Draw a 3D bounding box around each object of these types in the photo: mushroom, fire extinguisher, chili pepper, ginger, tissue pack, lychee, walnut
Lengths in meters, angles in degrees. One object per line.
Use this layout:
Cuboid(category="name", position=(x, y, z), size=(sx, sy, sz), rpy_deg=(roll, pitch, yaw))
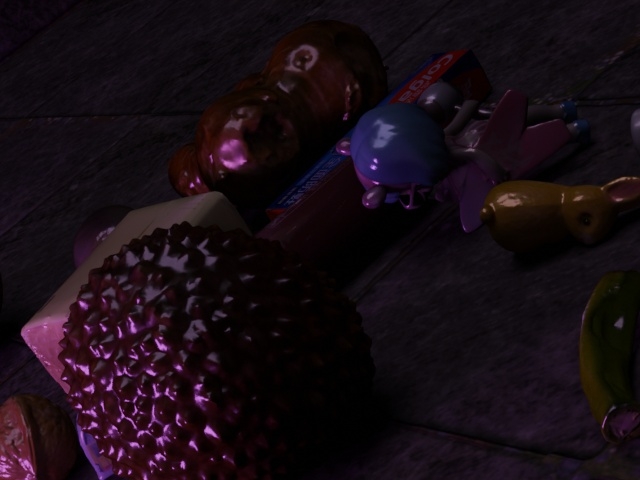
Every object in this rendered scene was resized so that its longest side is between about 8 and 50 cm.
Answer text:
Cuboid(category="mushroom", position=(-0.240, 0.014, 2.175), size=(0.141, 0.117, 0.188), rpy_deg=(-47, 28, -7))
Cuboid(category="fire extinguisher", position=(0.000, 0.000, 1.894), size=(0.269, 0.105, 0.104), rpy_deg=(-42, 24, -25))
Cuboid(category="chili pepper", position=(0.234, 0.093, 1.427), size=(0.051, 0.050, 0.202), rpy_deg=(11, 33, 1))
Cuboid(category="ginger", position=(-0.044, -0.153, 2.221), size=(0.357, 0.152, 0.274), rpy_deg=(-44, 5, -29))
Cuboid(category="tissue pack", position=(-0.194, 0.062, 1.963), size=(0.159, 0.125, 0.234), rpy_deg=(-11, 30, 42))
Cuboid(category="lychee", position=(-0.097, 0.105, 1.572), size=(0.267, 0.267, 0.267), rpy_deg=(-27, 22, 12))
Cuboid(category="walnut", position=(-0.299, 0.212, 1.820), size=(0.105, 0.105, 0.124), rpy_deg=(-34, 27, -5))

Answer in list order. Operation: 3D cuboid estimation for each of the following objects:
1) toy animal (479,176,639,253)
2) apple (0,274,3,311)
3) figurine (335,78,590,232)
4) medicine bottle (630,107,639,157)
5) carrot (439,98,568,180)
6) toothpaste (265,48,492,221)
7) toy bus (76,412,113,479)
Cuboid(category="toy animal", position=(0.236, -0.029, 1.667), size=(0.159, 0.070, 0.083), rpy_deg=(-6, -10, 25))
Cuboid(category="apple", position=(-0.525, 0.080, 2.236), size=(0.256, 0.257, 0.234), rpy_deg=(-21, -6, 25))
Cuboid(category="figurine", position=(0.147, -0.120, 1.849), size=(0.260, 0.103, 0.205), rpy_deg=(-12, 51, -10))
Cuboid(category="medicine bottle", position=(0.408, -0.129, 1.670), size=(0.220, 0.061, 0.092), rpy_deg=(-17, 6, 31))
Cuboid(category="carrot", position=(0.197, -0.111, 1.936), size=(0.170, 0.042, 0.042), rpy_deg=(-23, 23, 18))
Cuboid(category="toothpaste", position=(0.072, -0.108, 2.063), size=(0.320, 0.066, 0.076), rpy_deg=(-45, 25, -29))
Cuboid(category="toy bus", position=(-0.155, 0.161, 1.767), size=(0.190, 0.075, 0.064), rpy_deg=(-31, 22, -1))
